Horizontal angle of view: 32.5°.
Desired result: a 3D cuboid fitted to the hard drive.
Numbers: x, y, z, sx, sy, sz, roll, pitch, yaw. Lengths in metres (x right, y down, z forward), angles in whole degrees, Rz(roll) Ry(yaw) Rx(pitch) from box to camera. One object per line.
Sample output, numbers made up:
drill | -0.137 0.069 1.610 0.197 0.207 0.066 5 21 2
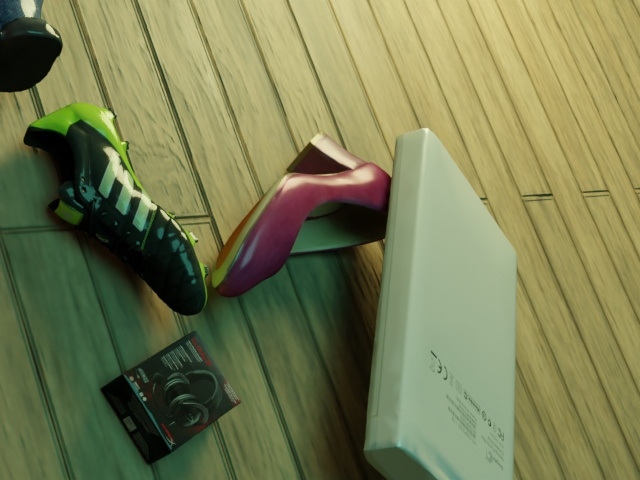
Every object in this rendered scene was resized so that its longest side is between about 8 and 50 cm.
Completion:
hard drive | 0.111 0.083 0.925 0.203 0.040 0.307 49 37 -40

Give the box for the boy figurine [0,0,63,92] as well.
boy figurine | -0.247 -0.248 0.796 0.177 0.092 0.285 9 63 -38

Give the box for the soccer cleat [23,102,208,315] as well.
soccer cleat | -0.145 -0.017 0.777 0.072 0.060 0.179 -26 78 -40

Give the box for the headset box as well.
headset box | -0.099 0.105 0.757 0.083 0.032 0.062 -30 87 -48

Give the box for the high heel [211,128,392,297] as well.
high heel | 0.000 0.000 0.885 0.117 0.082 0.244 40 29 -4
